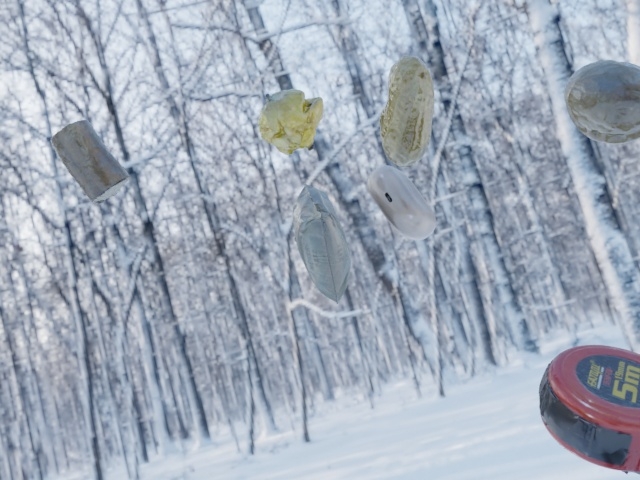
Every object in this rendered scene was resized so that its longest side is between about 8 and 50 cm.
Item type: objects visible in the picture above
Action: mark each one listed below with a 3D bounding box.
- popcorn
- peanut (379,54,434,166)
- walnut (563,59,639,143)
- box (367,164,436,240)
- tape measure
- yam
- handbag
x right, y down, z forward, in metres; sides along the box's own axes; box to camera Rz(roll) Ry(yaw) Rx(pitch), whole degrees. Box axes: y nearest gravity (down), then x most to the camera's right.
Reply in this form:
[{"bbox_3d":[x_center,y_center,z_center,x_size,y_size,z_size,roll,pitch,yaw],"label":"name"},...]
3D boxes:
[{"bbox_3d":[-0.064,-0.263,1.730,0.148,0.152,0.167,-1,40,43],"label":"popcorn"},{"bbox_3d":[0.164,-0.247,1.520,0.095,0.108,0.226,-24,-46,-32],"label":"peanut"},{"bbox_3d":[0.482,-0.229,1.298,0.162,0.140,0.140,10,4,31],"label":"walnut"},{"bbox_3d":[0.190,-0.088,1.845,0.088,0.200,0.146,-41,-26,20],"label":"box"},{"bbox_3d":[0.499,0.275,1.317,0.260,0.114,0.253,15,28,21],"label":"tape measure"},{"bbox_3d":[-0.380,-0.130,1.307,0.084,0.127,0.084,-33,4,3],"label":"yam"},{"bbox_3d":[0.000,0.000,1.847,0.117,0.182,0.270,-14,-53,-3],"label":"handbag"}]
